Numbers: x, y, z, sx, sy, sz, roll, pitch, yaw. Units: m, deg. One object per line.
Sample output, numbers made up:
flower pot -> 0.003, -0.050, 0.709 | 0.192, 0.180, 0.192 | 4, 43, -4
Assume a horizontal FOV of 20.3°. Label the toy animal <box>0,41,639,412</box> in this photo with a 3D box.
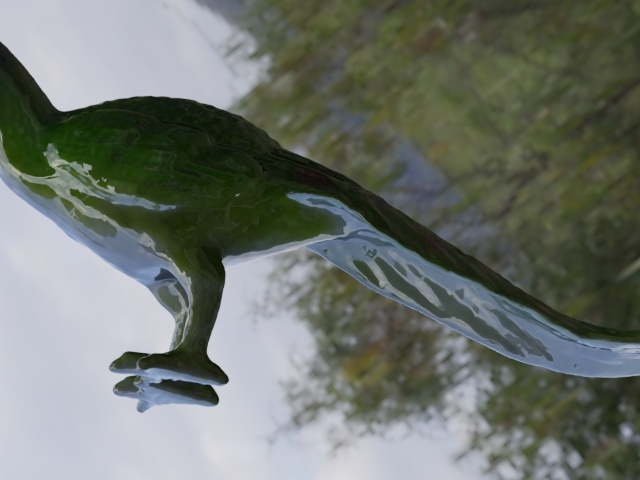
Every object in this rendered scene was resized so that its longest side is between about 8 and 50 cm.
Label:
toy animal -> -0.007, 0.014, 0.435 | 0.216, 0.075, 0.041 | 25, 159, -5
